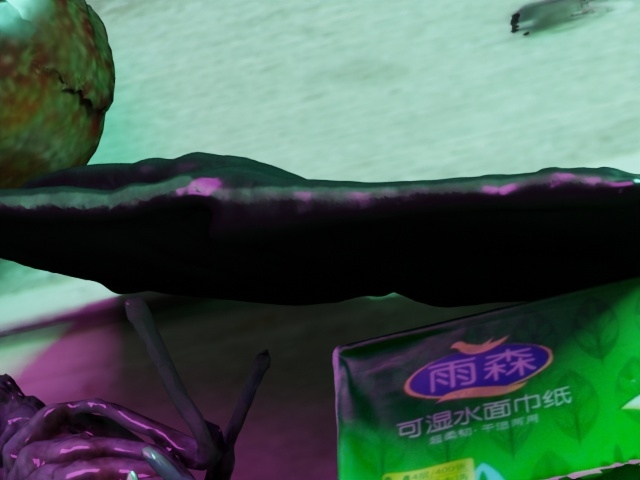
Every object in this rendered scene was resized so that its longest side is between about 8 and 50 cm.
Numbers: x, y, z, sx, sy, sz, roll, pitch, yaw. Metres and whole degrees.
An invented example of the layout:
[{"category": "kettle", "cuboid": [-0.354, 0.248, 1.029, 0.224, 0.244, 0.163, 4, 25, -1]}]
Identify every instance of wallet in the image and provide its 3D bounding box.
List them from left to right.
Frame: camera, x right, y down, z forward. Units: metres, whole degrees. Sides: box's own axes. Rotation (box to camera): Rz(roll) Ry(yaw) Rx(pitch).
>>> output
[{"category": "wallet", "cuboid": [0.000, 0.000, 0.683, 0.323, 0.247, 0.041, 1, 84, 25]}]

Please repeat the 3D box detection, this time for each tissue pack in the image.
[{"category": "tissue pack", "cuboid": [0.122, 0.077, 0.606, 0.209, 0.148, 0.156, -15, 31, 10]}]

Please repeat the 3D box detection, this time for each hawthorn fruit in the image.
[{"category": "hawthorn fruit", "cuboid": [-0.217, -0.071, 0.866, 0.235, 0.181, 0.181, -22, 46, 3]}]

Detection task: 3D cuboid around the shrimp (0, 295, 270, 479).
[{"category": "shrimp", "cuboid": [-0.105, 0.114, 0.674, 0.221, 0.166, 0.410, -46, 37, -12]}]
